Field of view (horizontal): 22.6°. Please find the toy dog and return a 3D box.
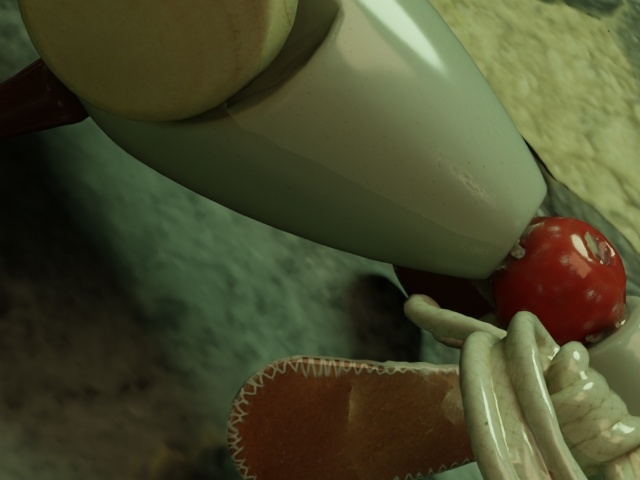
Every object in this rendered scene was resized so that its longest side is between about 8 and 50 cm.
[{"bbox_3d":[0.000,0.000,0.553,0.333,0.161,0.220,60,27,11],"label":"toy dog"}]
